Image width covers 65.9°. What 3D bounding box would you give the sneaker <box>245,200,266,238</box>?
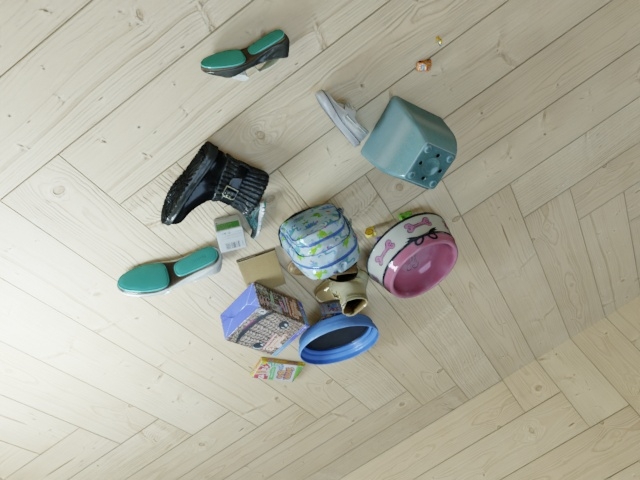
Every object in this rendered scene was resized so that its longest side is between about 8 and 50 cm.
[{"bbox_3d":[-0.254,-0.083,1.863,0.076,0.065,0.167,11,120,-8],"label":"sneaker"}]

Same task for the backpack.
[{"bbox_3d":[0.000,0.000,1.819,0.289,0.356,0.274,-20,130,-4],"label":"backpack"}]

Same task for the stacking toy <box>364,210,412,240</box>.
[{"bbox_3d":[0.307,-0.015,2.122,0.221,0.052,0.167,-23,131,-3],"label":"stacking toy"}]

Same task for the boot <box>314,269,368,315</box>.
[{"bbox_3d":[0.087,0.244,2.116,0.261,0.204,0.095,-22,120,17],"label":"boot"}]

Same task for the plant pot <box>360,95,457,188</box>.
[{"bbox_3d":[0.337,-0.319,1.765,0.247,0.252,0.247,16,120,-29],"label":"plant pot"}]

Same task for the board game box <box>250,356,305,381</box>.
[{"bbox_3d":[-0.204,0.645,2.458,0.259,0.039,0.124,14,121,-32],"label":"board game box"}]

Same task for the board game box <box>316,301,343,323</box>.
[{"bbox_3d":[0.059,0.348,2.292,0.194,0.060,0.194,7,136,-30],"label":"board game box"}]

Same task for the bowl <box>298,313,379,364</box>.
[{"bbox_3d":[0.083,0.468,2.341,0.390,0.077,0.391,-12,145,-8],"label":"bowl"}]

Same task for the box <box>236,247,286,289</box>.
[{"bbox_3d":[-0.242,0.133,2.050,0.164,0.021,0.201,-19,130,-6],"label":"box"}]

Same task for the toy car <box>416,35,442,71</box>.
[{"bbox_3d":[0.369,-0.627,1.675,0.060,0.041,0.122,0,126,-21],"label":"toy car"}]

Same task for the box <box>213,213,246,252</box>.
[{"bbox_3d":[-0.338,-0.027,1.845,0.101,0.087,0.102,-14,129,-10],"label":"box"}]

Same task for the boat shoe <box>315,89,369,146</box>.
[{"bbox_3d":[0.081,-0.429,1.688,0.088,0.096,0.267,-41,131,7],"label":"boat shoe"}]

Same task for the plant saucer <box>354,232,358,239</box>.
[{"bbox_3d":[0.117,-0.003,2.085,0.083,0.013,0.084,-10,128,-13],"label":"plant saucer"}]

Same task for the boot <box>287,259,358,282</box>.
[{"bbox_3d":[0.016,0.119,2.077,0.304,0.115,0.113,-2,129,-18],"label":"boot"}]

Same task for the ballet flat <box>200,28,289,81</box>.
[{"bbox_3d":[-0.218,-0.538,1.493,0.280,0.095,0.096,-22,143,-3],"label":"ballet flat"}]

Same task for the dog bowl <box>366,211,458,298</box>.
[{"bbox_3d":[0.410,0.083,2.126,0.407,0.150,0.408,-19,138,-18],"label":"dog bowl"}]

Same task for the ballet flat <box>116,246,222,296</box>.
[{"bbox_3d":[-0.558,0.140,1.880,0.399,0.139,0.139,-19,131,-7],"label":"ballet flat"}]

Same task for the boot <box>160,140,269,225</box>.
[{"bbox_3d":[-0.364,-0.147,1.714,0.260,0.131,0.348,29,111,-35],"label":"boot"}]

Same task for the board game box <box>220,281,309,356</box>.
[{"bbox_3d":[-0.238,0.343,2.119,0.291,0.141,0.232,29,115,-39],"label":"board game box"}]
